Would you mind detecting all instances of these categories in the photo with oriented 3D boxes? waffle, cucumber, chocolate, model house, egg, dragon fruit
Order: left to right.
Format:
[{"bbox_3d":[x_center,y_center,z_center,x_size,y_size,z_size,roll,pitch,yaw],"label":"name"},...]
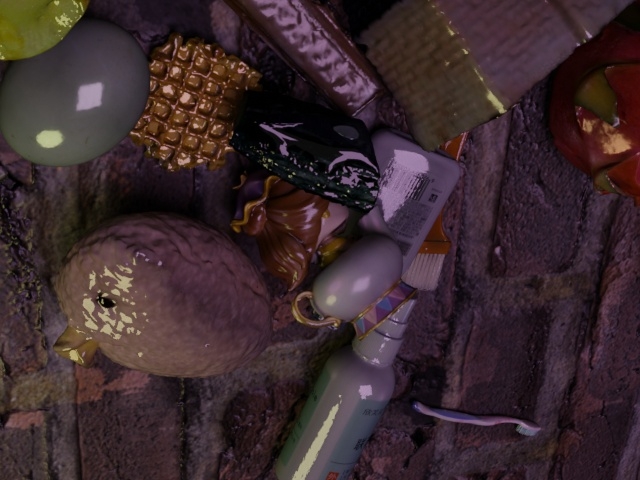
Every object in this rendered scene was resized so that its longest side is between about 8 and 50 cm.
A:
[{"bbox_3d":[-0.278,-0.164,1.166,0.192,0.149,0.149,-39,126,22],"label":"egg"},{"bbox_3d":[-0.158,-0.165,1.281,0.191,0.038,0.191,-9,120,-17],"label":"waffle"},{"bbox_3d":[-0.041,-0.263,1.242,0.102,0.065,0.329,-30,125,25],"label":"chocolate"},{"bbox_3d":[-0.009,-0.122,1.255,0.193,0.115,0.086,19,154,-9],"label":"cucumber"},{"bbox_3d":[0.187,-0.311,1.243,0.298,0.243,0.284,-41,101,-26],"label":"model house"},{"bbox_3d":[0.466,-0.175,1.430,0.290,0.189,0.290,-9,120,-17],"label":"dragon fruit"}]

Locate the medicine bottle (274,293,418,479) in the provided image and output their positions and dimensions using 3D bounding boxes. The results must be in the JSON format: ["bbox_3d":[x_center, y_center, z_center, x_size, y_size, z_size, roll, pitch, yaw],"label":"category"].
[{"bbox_3d":[0.048,0.222,1.537,0.110,0.110,0.352,15,111,-28],"label":"medicine bottle"}]

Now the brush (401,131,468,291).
[{"bbox_3d":[0.166,-0.065,1.481,0.090,0.017,0.314,1,117,-25],"label":"brush"}]

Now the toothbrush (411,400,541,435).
[{"bbox_3d":[0.259,0.293,1.714,0.269,0.021,0.027,15,106,-27],"label":"toothbrush"}]

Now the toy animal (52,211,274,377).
[{"bbox_3d":[-0.192,0.073,1.311,0.226,0.188,0.358,-17,144,27],"label":"toy animal"}]

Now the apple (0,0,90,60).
[{"bbox_3d":[-0.330,-0.290,1.021,0.246,0.246,0.226,-44,132,6],"label":"apple"}]

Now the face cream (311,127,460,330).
[{"bbox_3d":[0.075,-0.007,1.439,0.144,0.071,0.291,20,108,-19],"label":"face cream"}]

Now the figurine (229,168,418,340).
[{"bbox_3d":[0.000,0.000,1.331,0.263,0.142,0.189,48,61,2],"label":"figurine"}]
